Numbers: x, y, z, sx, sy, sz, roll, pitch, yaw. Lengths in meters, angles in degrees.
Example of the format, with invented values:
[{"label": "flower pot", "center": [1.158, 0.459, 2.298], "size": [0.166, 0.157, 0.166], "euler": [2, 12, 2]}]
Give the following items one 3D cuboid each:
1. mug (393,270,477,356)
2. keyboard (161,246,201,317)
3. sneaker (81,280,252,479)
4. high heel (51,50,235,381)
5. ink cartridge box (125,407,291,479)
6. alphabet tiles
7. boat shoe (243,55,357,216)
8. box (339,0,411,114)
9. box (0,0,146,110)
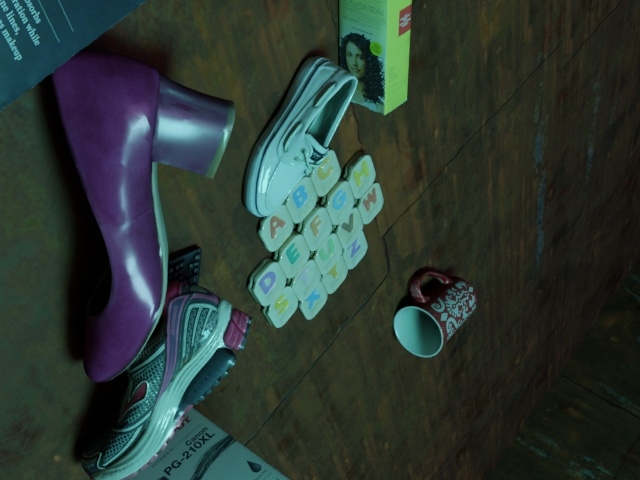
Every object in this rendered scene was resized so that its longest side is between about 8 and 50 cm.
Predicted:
[{"label": "mug", "center": [0.243, 0.133, 1.610], "size": [0.169, 0.113, 0.150], "euler": [-31, 140, -45]}, {"label": "keyboard", "center": [-0.196, 0.101, 1.022], "size": [0.108, 0.023, 0.180], "euler": [-22, 131, -46]}, {"label": "sneaker", "center": [-0.207, 0.174, 0.979], "size": [0.299, 0.112, 0.121], "euler": [-52, -169, 16]}, {"label": "high heel", "center": [-0.238, -0.014, 0.839], "size": [0.181, 0.127, 0.377], "euler": [16, 112, -24]}, {"label": "ink cartridge box", "center": [-0.158, 0.357, 1.076], "size": [0.172, 0.237, 0.100], "euler": [-39, 140, -33]}, {"label": "alphabet tiles", "center": [0.000, 0.000, 1.232], "size": [0.284, 0.021, 0.278], "euler": [-49, 147, -19]}, {"label": "boat shoe", "center": [-0.027, -0.128, 1.037], "size": [0.083, 0.075, 0.226], "euler": [9, 107, -57]}, {"label": "box", "center": [0.072, -0.287, 1.047], "size": [0.058, 0.087, 0.232], "euler": [-37, 140, -35]}, {"label": "box", "center": [-0.238, -0.294, 0.495], "size": [0.312, 0.179, 0.343], "euler": [-45, 146, -24]}]
